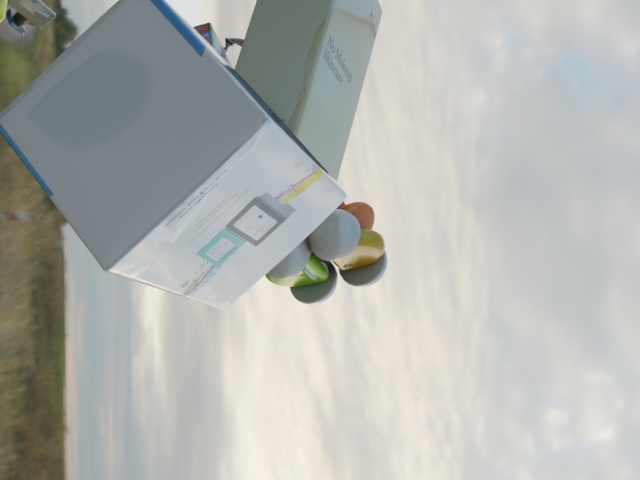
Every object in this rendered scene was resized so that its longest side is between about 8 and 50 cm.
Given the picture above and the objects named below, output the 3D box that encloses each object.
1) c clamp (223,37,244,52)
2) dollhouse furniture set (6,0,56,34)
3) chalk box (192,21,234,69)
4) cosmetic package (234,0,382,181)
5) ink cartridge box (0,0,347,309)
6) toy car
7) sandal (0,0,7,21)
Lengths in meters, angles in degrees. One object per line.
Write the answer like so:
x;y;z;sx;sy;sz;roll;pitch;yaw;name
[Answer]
-0.199;-0.355;1.882;0.160;0.137;0.022;-54;-156;2;c clamp
-0.543;-0.423;1.503;0.129;0.129;0.183;-35;-130;14;dollhouse furniture set
-0.245;-0.316;1.727;0.213;0.133;0.132;66;12;-57;chalk box
-0.024;-0.207;1.161;0.160;0.113;0.309;47;56;-62;cosmetic package
-0.134;-0.078;0.915;0.198;0.197;0.270;49;4;19;ink cartridge box
0.000;0.000;1.307;0.159;0.182;0.136;45;29;-56;toy car
-0.521;-0.315;1.129;0.317;0.138;0.126;-44;136;-78;sandal
